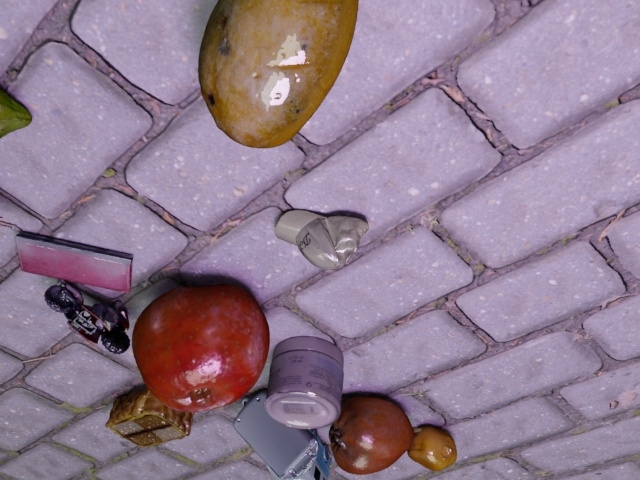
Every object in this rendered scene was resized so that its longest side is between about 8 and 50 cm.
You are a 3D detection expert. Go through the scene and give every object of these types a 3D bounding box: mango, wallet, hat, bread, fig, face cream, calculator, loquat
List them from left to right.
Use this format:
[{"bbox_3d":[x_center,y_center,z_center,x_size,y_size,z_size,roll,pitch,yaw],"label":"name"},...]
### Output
[{"bbox_3d":[-0.551,-0.213,0.997,0.156,0.123,0.123,-12,150,-40],"label":"fig"},{"bbox_3d":[-0.513,0.050,1.299,0.232,0.025,0.119,13,135,-7],"label":"wallet"},{"bbox_3d":[-0.464,0.478,1.677,0.222,0.096,0.181,-24,128,29],"label":"bread"},{"bbox_3d":[-0.117,0.499,1.596,0.246,0.045,0.141,43,94,12],"label":"calculator"},{"bbox_3d":[-0.050,-0.279,0.834,0.176,0.176,0.330,14,120,-40],"label":"mango"},{"bbox_3d":[-0.035,0.336,1.448,0.177,0.153,0.177,4,135,4],"label":"face cream"},{"bbox_3d":[-0.004,-0.005,1.161,0.166,0.081,0.122,20,132,0],"label":"hat"},{"bbox_3d":[0.299,0.565,1.677,0.137,0.113,0.137,6,158,2],"label":"loquat"}]

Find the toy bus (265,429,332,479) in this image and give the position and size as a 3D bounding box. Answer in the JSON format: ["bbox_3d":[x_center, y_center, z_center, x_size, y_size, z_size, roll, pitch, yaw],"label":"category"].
[{"bbox_3d":[-0.065,0.614,1.722,0.133,0.165,0.271,-8,134,14],"label":"toy bus"}]

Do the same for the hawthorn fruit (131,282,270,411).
[{"bbox_3d":[-0.244,0.211,1.281,0.284,0.284,0.284,3,135,3],"label":"hawthorn fruit"}]

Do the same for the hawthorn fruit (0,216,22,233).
[{"bbox_3d":[-0.690,-0.054,1.099,0.299,0.211,0.211,11,137,-24],"label":"hawthorn fruit"}]

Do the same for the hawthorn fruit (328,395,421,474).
[{"bbox_3d":[0.148,0.496,1.580,0.251,0.200,0.199,5,137,-18],"label":"hawthorn fruit"}]

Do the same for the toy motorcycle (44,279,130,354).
[{"bbox_3d":[-0.501,0.159,1.362,0.213,0.122,0.082,42,103,-16],"label":"toy motorcycle"}]
